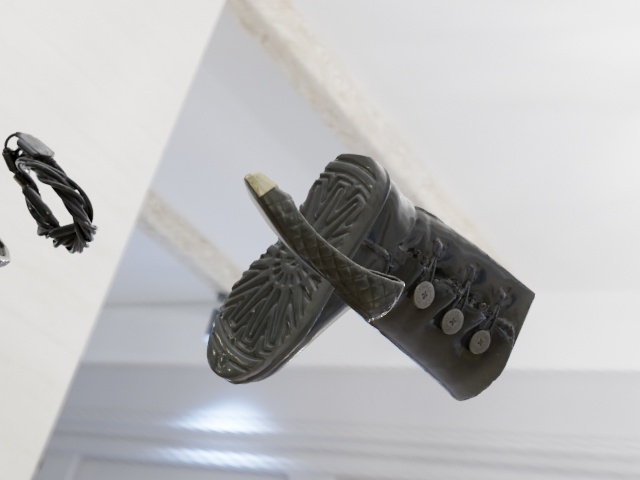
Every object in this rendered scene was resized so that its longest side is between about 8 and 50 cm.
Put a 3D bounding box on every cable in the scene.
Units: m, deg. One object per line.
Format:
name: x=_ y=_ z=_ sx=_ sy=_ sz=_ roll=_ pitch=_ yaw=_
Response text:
cable: x=-0.344 y=-0.048 z=1.411 sx=0.184 sy=0.047 sz=0.151 roll=35 pitch=-41 yaw=34

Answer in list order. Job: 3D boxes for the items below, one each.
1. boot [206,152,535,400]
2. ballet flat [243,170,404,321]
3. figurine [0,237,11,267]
boot: x=0.092 y=0.126 z=1.631 sx=0.445 sy=0.367 sz=0.146 roll=37 pitch=2 yaw=-44
ballet flat: x=0.000 y=0.000 z=0.964 sx=0.173 sy=0.049 sz=0.057 roll=44 pitch=-2 yaw=-10
figurine: x=-0.551 y=-0.002 z=1.439 sx=0.215 sy=0.209 sz=0.092 roll=56 pitch=1 yaw=0
